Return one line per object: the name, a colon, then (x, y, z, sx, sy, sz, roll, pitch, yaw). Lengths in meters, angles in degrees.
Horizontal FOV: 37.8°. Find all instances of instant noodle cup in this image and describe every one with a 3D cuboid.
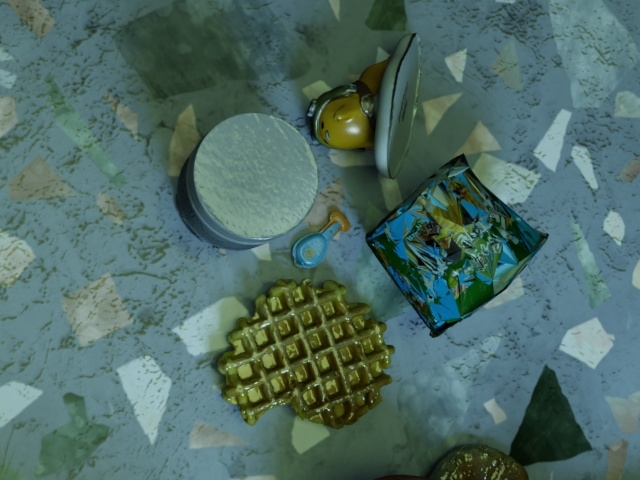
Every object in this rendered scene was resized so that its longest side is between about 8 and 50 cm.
instant noodle cup: (0.188, 0.003, 1.376, 0.240, 0.240, 0.178, -42, 91, -18)

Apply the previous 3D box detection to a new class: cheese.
cheese: (0.000, 0.000, 1.411, 0.111, 0.017, 0.047, -44, 102, -18)

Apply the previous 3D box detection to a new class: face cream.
face cream: (-0.105, -0.077, 1.313, 0.177, 0.153, 0.177, 3, 82, -18)

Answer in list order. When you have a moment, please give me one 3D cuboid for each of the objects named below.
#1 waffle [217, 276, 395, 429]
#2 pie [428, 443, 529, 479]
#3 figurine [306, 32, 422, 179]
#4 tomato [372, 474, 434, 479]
waffle: (-0.014, 0.180, 1.366, 0.253, 0.056, 0.249, 39, 74, -12)
pie: (0.249, 0.409, 1.436, 0.195, 0.046, 0.195, 2, 83, -20)
figurine: (0.066, -0.212, 1.427, 0.141, 0.166, 0.249, 6, 51, 17)
tomato: (0.114, 0.450, 1.284, 0.265, 0.265, 0.264, 2, 83, -19)
